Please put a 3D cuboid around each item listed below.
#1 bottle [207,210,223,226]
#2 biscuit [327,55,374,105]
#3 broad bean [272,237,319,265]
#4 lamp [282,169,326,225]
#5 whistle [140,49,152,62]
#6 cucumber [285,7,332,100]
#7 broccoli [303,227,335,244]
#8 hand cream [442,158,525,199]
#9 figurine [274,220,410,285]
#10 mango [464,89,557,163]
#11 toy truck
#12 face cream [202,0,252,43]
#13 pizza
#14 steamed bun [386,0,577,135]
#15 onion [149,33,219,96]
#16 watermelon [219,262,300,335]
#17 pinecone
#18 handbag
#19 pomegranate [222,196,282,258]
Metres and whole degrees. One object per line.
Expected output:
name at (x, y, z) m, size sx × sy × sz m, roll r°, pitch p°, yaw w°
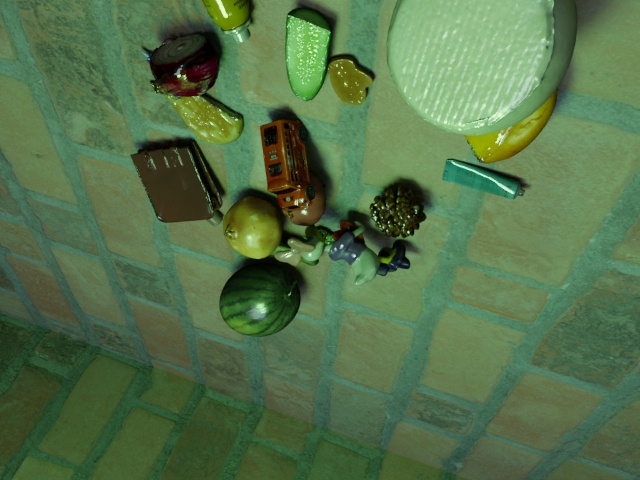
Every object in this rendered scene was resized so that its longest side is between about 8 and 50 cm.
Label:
bottle at (-0.414, -0.112, 2.128) m, size 0.053 × 0.053 × 0.140 m, roll -18°, pitch 125°, yaw 42°
biscuit at (0.082, -0.411, 1.523) m, size 0.118 × 0.023 × 0.140 m, roll 3°, pitch 137°, yaw 25°
broad bean at (-0.106, 0.037, 2.091) m, size 0.206 × 0.153 × 0.073 m, roll 13°, pitch 97°, yaw 20°
lamp at (-0.049, -0.134, 1.829) m, size 0.182 × 0.140 × 0.182 m, roll 32°, pitch 128°, yaw 51°
whistle at (-0.478, -0.518, 1.692) m, size 0.083 × 0.029 × 0.033 m, roll 31°, pitch 175°, yaw -16°
cucumber at (-0.033, -0.462, 1.491) m, size 0.115 × 0.063 × 0.244 m, roll 15°, pitch 142°, yaw 2°
broccoli at (0.000, 0.000, 2.011) m, size 0.095 × 0.092 × 0.097 m, roll -29°, pitch 104°, yaw 24°
hand cream at (0.446, -0.162, 1.620) m, size 0.224 × 0.048 × 0.083 m, roll 20°, pitch 143°, yaw 16°
figurine at (0.076, 0.044, 1.868) m, size 0.420 × 0.194 × 0.154 m, roll 19°, pitch 147°, yaw -17°
mango at (0.445, -0.310, 1.362) m, size 0.187 × 0.138 × 0.257 m, roll 49°, pitch 135°, yaw 1°
toy truck at (-0.100, -0.212, 1.693) m, size 0.107 × 0.114 × 0.253 m, roll -9°, pitch 87°, yaw 35°
face cream at (-0.252, -0.626, 1.379) m, size 0.104 × 0.105 × 0.349 m, roll 1°, pitch 137°, yaw 28°
pizza at (-0.360, -0.382, 1.788) m, size 0.262 × 0.034 × 0.181 m, roll 36°, pitch 141°, yaw -16°
steamed bun at (0.327, -0.404, 1.194) m, size 0.374 × 0.241 × 0.375 m, roll 13°, pitch 113°, yaw 33°
onion at (-0.372, -0.441, 1.572) m, size 0.195 × 0.218 × 0.140 m, roll 9°, pitch 142°, yaw 21°
watermelon at (-0.223, 0.223, 2.246) m, size 0.359 × 0.279 × 0.279 m, roll -16°, pitch 128°, yaw 43°
pinecone at (0.220, -0.085, 1.742) m, size 0.173 × 0.174 × 0.174 m, roll 15°, pitch 142°, yaw 12°
handbag at (-0.483, -0.196, 1.997) m, size 0.259 × 0.084 × 0.276 m, roll -4°, pitch 120°, yaw 29°
pomegranate at (-0.221, -0.044, 1.984) m, size 0.208 × 0.209 × 0.209 m, roll 15°, pitch 142°, yaw 12°
